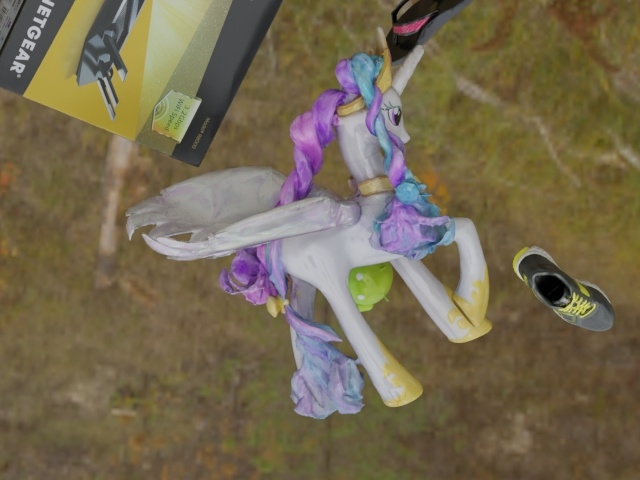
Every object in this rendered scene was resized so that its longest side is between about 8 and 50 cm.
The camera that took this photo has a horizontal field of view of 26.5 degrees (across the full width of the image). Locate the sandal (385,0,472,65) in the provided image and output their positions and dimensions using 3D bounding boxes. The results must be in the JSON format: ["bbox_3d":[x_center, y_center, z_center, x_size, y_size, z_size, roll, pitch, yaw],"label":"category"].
[{"bbox_3d":[0.114,-0.259,1.530,0.040,0.067,0.179,17,149,-26],"label":"sandal"}]

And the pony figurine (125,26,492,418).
[{"bbox_3d":[0.000,0.000,1.408,0.351,0.363,0.303,-24,-163,-11],"label":"pony figurine"}]

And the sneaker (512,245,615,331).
[{"bbox_3d":[0.160,0.038,0.886,0.083,0.035,0.031,33,109,-17],"label":"sneaker"}]

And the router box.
[{"bbox_3d":[-0.166,-0.258,1.354,0.243,0.309,0.081,21,-168,-32],"label":"router box"}]

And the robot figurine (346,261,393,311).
[{"bbox_3d":[0.036,0.036,1.577,0.115,0.067,0.101,18,126,42],"label":"robot figurine"}]
